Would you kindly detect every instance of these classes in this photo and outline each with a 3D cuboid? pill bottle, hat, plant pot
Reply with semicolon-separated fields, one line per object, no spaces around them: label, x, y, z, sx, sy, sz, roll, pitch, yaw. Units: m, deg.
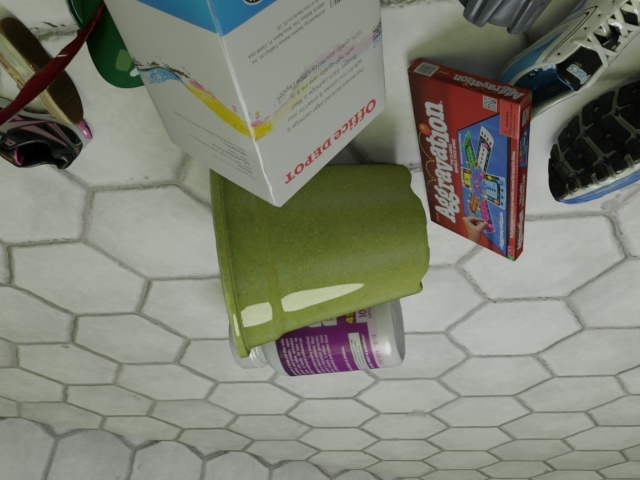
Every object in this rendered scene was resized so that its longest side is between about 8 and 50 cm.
pill bottle;-0.007;0.159;0.965;0.301;0.169;0.169;-9;141;14
hat;-0.195;-0.178;0.519;0.173;0.184;0.208;31;135;-32
plant pot;0.000;0.000;0.712;0.253;0.276;0.276;-9;143;-5

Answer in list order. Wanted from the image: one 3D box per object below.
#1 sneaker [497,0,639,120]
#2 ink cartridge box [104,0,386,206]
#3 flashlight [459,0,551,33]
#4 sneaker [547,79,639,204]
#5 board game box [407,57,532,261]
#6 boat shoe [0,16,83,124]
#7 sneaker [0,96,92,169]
sneaker;0.283;-0.207;0.537;0.085;0.086;0.237;24;137;-23
ink cartridge box;-0.061;-0.186;0.465;0.168;0.171;0.233;32;154;29
flashlight;0.195;-0.295;0.371;0.103;0.103;0.304;38;152;7
sneaker;0.428;-0.123;0.603;0.147;0.130;0.330;34;133;-31
board game box;0.192;-0.090;0.672;0.145;0.027;0.281;32;159;35
boat shoe;-0.337;-0.194;0.623;0.045;0.050;0.135;-9;131;20
sneaker;-0.397;-0.133;0.678;0.178;0.077;0.072;4;142;-1
